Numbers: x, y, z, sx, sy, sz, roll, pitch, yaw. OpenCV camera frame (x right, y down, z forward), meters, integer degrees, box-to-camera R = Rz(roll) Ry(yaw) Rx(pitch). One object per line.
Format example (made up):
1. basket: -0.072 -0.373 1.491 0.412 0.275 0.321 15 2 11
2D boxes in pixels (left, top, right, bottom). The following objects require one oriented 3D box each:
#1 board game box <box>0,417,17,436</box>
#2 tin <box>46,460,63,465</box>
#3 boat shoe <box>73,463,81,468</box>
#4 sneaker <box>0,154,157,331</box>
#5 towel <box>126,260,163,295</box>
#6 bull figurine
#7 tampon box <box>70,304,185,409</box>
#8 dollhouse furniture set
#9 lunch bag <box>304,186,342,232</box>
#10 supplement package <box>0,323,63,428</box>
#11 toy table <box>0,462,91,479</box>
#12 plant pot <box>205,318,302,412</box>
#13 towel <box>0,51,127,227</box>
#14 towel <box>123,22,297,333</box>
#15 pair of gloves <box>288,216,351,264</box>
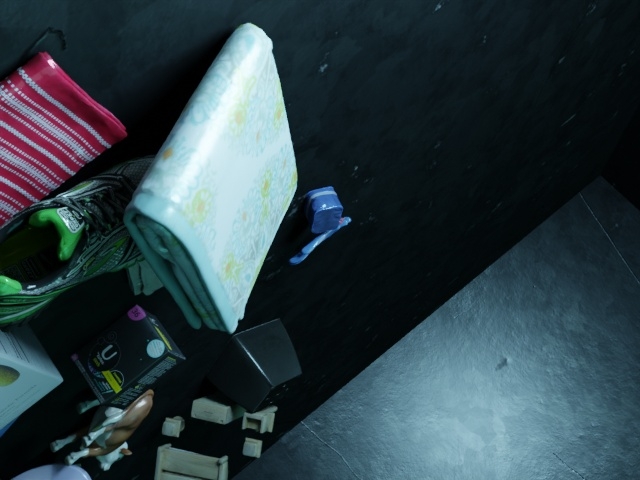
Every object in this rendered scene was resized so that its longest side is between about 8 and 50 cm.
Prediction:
1. board game box: -0.634 0.313 1.248 0.145 0.027 0.281 -47 159 13
2. tin: -0.644 0.602 1.715 0.040 0.106 0.190 1 134 -50
3. boat shoe: -0.663 0.646 1.812 0.233 0.079 0.084 -47 157 13
4. sneaker: -0.301 -0.009 0.936 0.343 0.134 0.146 -42 -176 -33
5. towel: -0.221 -0.011 1.289 0.282 0.049 0.187 -33 159 -22
6. bull figurine: -0.488 0.431 1.644 0.188 0.101 0.310 -13 146 -48
7. tampon box: -0.370 0.228 1.407 0.161 0.120 0.101 -39 160 -5
8. dollhouse furniture set: -0.285 0.624 2.034 0.174 0.303 0.356 11 87 -74
9. lunch bag: 0.004 -0.066 1.549 0.067 0.065 0.098 -11 148 -17
10. supplement package: -0.505 0.170 1.032 0.139 0.134 0.244 -39 160 -7
11. toy table: -0.640 0.595 1.556 0.274 0.252 0.161 -41 176 -7
12. plant pot: -0.164 0.352 1.964 0.187 0.167 0.188 -14 148 -50
13. towel: -0.380 -0.090 0.871 0.275 0.031 0.199 -40 159 -3
14. towel: -0.137 -0.068 1.050 0.374 0.090 0.321 81 26 -60
15. pair of gloves: 0.000 0.000 1.661 0.159 0.023 0.198 -40 180 10
